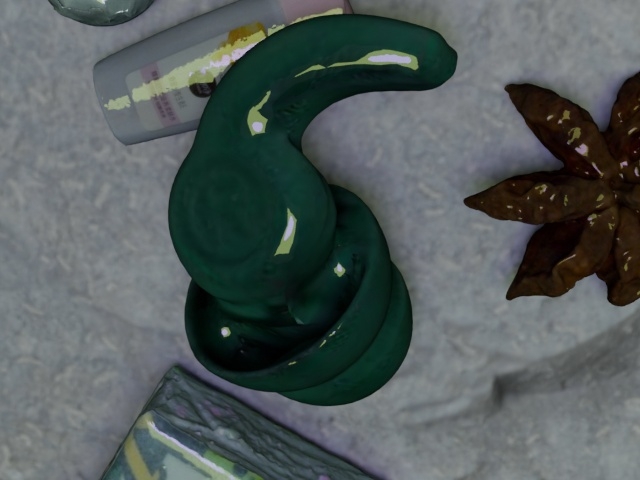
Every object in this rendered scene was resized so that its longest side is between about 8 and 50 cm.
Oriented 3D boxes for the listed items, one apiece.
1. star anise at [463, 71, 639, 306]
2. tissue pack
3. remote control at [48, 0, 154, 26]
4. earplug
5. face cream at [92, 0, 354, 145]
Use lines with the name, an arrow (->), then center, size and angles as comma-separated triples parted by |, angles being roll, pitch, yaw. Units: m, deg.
star anise -> 0.211, -0.036, 0.832 | 0.196, 0.111, 0.212 | 25, 113, 2
tissue pack -> -0.109, 0.292, 0.926 | 0.228, 0.128, 0.311 | 31, 105, -5
remote control -> -0.167, -0.278, 0.798 | 0.104, 0.052, 0.247 | -3, 104, 2
earplug -> -0.001, -0.006, 0.820 | 0.257, 0.164, 0.280 | -49, 134, -17
face cream -> -0.067, -0.131, 0.833 | 0.198, 0.057, 0.084 | -18, 110, 8
